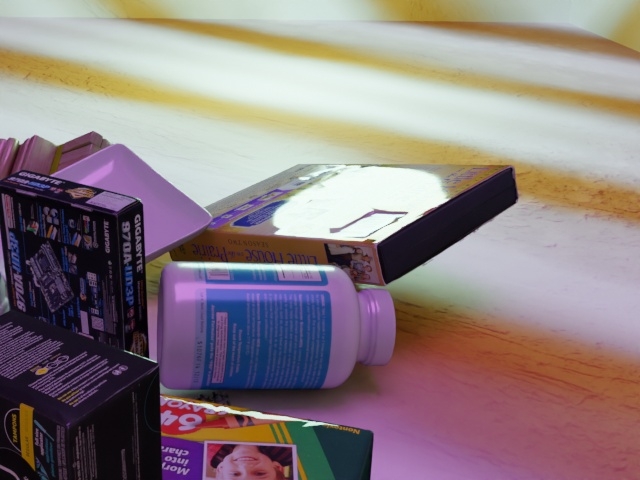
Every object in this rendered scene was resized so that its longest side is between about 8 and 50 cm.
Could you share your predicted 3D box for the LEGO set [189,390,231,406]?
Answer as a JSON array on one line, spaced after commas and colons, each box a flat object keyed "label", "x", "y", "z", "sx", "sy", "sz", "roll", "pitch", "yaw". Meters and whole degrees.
[{"label": "LEGO set", "x": -0.126, "y": 0.185, "z": 1.077, "sx": 0.054, "sy": 0.023, "sz": 0.083, "roll": 7, "pitch": 23, "yaw": 8}]

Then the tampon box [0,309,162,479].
[{"label": "tampon box", "x": -0.219, "y": 0.145, "z": 0.768, "sx": 0.161, "sy": 0.120, "sz": 0.101, "roll": 15, "pitch": 27, "yaw": 27}]

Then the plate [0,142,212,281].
[{"label": "plate", "x": -0.333, "y": -0.014, "z": 1.387, "sx": 0.277, "sy": 0.045, "sz": 0.278, "roll": -32, "pitch": 46, "yaw": -24}]

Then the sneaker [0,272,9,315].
[{"label": "sneaker", "x": -0.531, "y": 0.046, "z": 1.208, "sx": 0.297, "sy": 0.131, "sz": 0.112, "roll": 3, "pitch": 25, "yaw": 1}]

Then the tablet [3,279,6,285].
[{"label": "tablet", "x": -0.461, "y": 0.045, "z": 1.374, "sx": 0.054, "sy": 0.006, "sz": 0.083, "roll": -1, "pitch": 24, "yaw": -13}]

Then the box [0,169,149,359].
[{"label": "box", "x": -0.286, "y": 0.042, "z": 1.138, "sx": 0.175, "sy": 0.220, "sz": 0.051, "roll": 14, "pitch": 28, "yaw": 24}]

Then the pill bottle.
[{"label": "pill bottle", "x": -0.052, "y": 0.099, "z": 1.127, "sx": 0.264, "sy": 0.146, "sz": 0.146, "roll": 2, "pitch": 23, "yaw": -12}]

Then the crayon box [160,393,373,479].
[{"label": "crayon box", "x": -0.161, "y": 0.252, "z": 0.811, "sx": 0.363, "sy": 0.106, "sz": 0.313, "roll": 8, "pitch": 24, "yaw": 10}]

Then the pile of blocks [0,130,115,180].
[{"label": "pile of blocks", "x": -0.475, "y": -0.093, "z": 1.607, "sx": 0.362, "sy": 0.149, "sz": 0.112, "roll": 2, "pitch": 65, "yaw": 19}]

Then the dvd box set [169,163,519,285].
[{"label": "dvd box set", "x": 0.022, "y": -0.037, "z": 1.390, "sx": 0.420, "sy": 0.062, "sz": 0.308, "roll": 4, "pitch": 25, "yaw": 44}]
